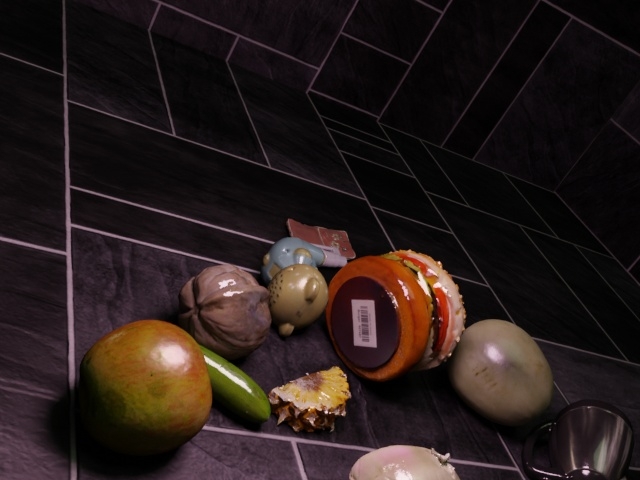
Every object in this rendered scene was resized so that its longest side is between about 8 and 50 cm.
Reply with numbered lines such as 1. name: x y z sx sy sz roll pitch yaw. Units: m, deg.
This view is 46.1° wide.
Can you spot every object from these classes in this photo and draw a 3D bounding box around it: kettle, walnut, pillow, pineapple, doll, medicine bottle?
1. kettle: 0.681 0.558 1.939 0.251 0.207 0.271 39 34 -1
2. walnut: -0.207 0.158 1.672 0.224 0.224 0.224 25 27 -14
3. pillow: 0.000 0.000 2.346 0.233 0.043 0.126 13 34 -33
4. pineapple: -0.003 0.365 1.671 0.135 0.079 0.233 38 31 31
5. doll: -0.067 0.114 1.922 0.162 0.177 0.260 25 24 -24
6. medicine bottle: -0.023 0.037 2.229 0.221 0.061 0.092 12 38 -36

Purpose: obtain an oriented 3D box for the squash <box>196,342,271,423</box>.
1. squash: -0.224 0.280 1.567 0.293 0.082 0.082 33 26 4

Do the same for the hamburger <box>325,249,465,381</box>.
1. hamburger: 0.190 0.186 1.914 0.250 0.330 0.330 -3 42 -43

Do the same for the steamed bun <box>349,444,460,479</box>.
1. steamed bun: 0.188 0.498 1.545 0.239 0.152 0.170 15 24 -37

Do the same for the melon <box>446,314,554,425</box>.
1. melon: 0.480 0.349 2.019 0.308 0.271 0.272 27 25 9

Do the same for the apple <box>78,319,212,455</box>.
1. apple: -0.325 0.270 1.365 0.226 0.246 0.246 -15 49 -32
